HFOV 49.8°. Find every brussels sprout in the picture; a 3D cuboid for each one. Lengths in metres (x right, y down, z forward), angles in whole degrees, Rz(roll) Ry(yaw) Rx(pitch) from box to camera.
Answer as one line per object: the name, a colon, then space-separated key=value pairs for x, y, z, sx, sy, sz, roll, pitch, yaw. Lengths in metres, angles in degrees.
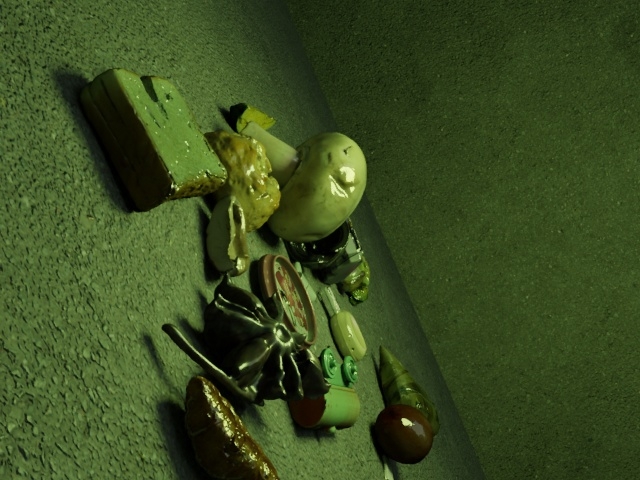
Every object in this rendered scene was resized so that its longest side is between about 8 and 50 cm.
brussels sprout: x=0.125 y=0.128 z=2.354 sx=0.139 sy=0.101 sz=0.181 roll=66 pitch=7 yaw=-47

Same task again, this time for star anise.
star anise: x=-0.128 y=0.187 z=1.208 sx=0.359 sy=0.139 sz=0.316 roll=43 pitch=13 yaw=-21

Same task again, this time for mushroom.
mushroom: x=0.045 y=0.020 z=2.231 sx=0.100 sy=0.081 sz=0.312 roll=-28 pitch=91 yaw=-41
mushroom: x=-0.047 y=-0.147 z=1.795 sx=0.315 sy=0.356 sz=0.315 roll=-39 pitch=139 yaw=-45
mushroom: x=-0.183 y=0.007 z=1.388 sx=0.094 sy=0.072 sz=0.209 roll=48 pitch=24 yaw=-47

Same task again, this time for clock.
clock: x=0.033 y=0.017 z=2.053 sx=0.253 sy=0.083 sz=0.186 roll=126 pitch=-55 yaw=-65
clock: x=-0.079 y=0.143 z=1.591 sx=0.244 sy=0.056 sz=0.244 roll=-22 pitch=90 yaw=-78

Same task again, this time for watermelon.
watermelon: x=-0.206 y=-0.347 z=1.920 sx=0.075 sy=0.092 sz=0.181 roll=55 pitch=18 yaw=16

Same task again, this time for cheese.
cheese: x=0.063 y=0.236 z=1.967 sx=0.137 sy=0.064 sz=0.227 roll=-20 pitch=86 yaw=-81

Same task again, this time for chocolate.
chocolate: x=0.225 y=0.521 z=1.890 sx=0.176 sy=0.177 sz=0.176 roll=59 pitch=14 yaw=-25

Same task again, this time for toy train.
toy train: x=0.009 y=0.334 z=1.509 sx=0.285 sy=0.116 sz=0.177 roll=38 pitch=42 yaw=-65

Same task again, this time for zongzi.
zongzi: x=0.279 y=0.495 z=2.236 sx=0.251 sy=0.125 sz=0.274 roll=51 pitch=13 yaw=-45

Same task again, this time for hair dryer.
hair dryer: x=-0.055 y=0.102 z=1.803 sx=0.082 sy=0.047 sz=0.137 roll=59 pitch=7 yaw=-31

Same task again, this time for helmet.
helmet: x=-0.005 y=0.012 z=1.909 sx=0.153 sy=0.177 sz=0.107 roll=52 pitch=-18 yaw=30

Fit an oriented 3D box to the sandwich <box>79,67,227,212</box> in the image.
sandwich: x=-0.297 y=-0.185 z=1.241 sx=0.248 sy=0.095 sz=0.273 roll=61 pitch=14 yaw=-2

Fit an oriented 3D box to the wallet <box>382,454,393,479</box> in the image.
wallet: x=0.183 y=0.621 z=1.855 sx=0.044 sy=0.011 sz=0.083 roll=58 pitch=15 yaw=-29

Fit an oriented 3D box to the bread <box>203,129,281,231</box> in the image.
bread: x=-0.179 y=-0.145 z=1.548 sx=0.244 sy=0.134 sz=0.244 roll=-24 pitch=90 yaw=-80

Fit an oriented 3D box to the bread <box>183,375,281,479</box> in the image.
bread: x=-0.138 y=0.305 z=1.009 sx=0.233 sy=0.076 sz=0.105 roll=55 pitch=3 yaw=-13
